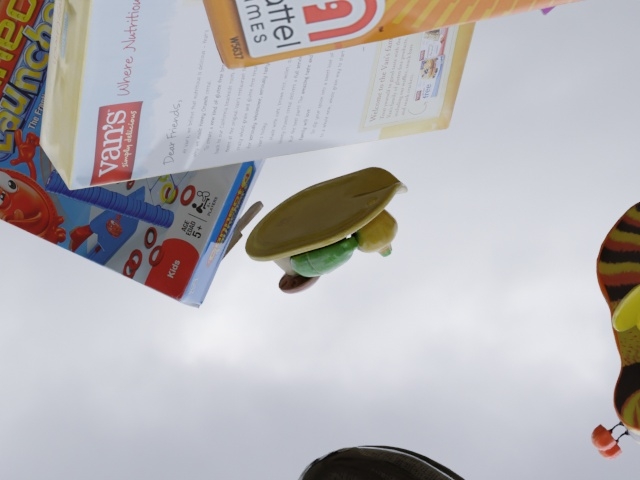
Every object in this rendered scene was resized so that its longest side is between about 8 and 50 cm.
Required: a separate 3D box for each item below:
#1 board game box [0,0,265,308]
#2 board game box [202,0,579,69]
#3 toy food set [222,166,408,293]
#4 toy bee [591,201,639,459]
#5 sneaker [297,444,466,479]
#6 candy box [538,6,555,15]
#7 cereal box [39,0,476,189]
[{"bbox_3d":[-0.196,-0.135,1.682,0.302,0.308,0.086,23,179,11],"label":"board game box"},{"bbox_3d":[0.083,-0.345,0.691,0.356,0.356,0.356,-11,-128,3],"label":"board game box"},{"bbox_3d":[0.000,0.000,1.729,0.218,0.071,0.128,-15,-152,37],"label":"toy food set"},{"bbox_3d":[0.293,0.108,1.501,0.162,0.195,0.298,-26,-143,7],"label":"toy bee"},{"bbox_3d":[0.066,0.302,1.098,0.185,0.202,0.483,-29,-138,11],"label":"sneaker"},{"bbox_3d":[0.213,-0.355,1.801,0.159,0.071,0.233,-41,-133,-1],"label":"candy box"},{"bbox_3d":[-0.023,-0.123,0.917,0.240,0.173,0.047,-10,-138,-28],"label":"cereal box"}]
